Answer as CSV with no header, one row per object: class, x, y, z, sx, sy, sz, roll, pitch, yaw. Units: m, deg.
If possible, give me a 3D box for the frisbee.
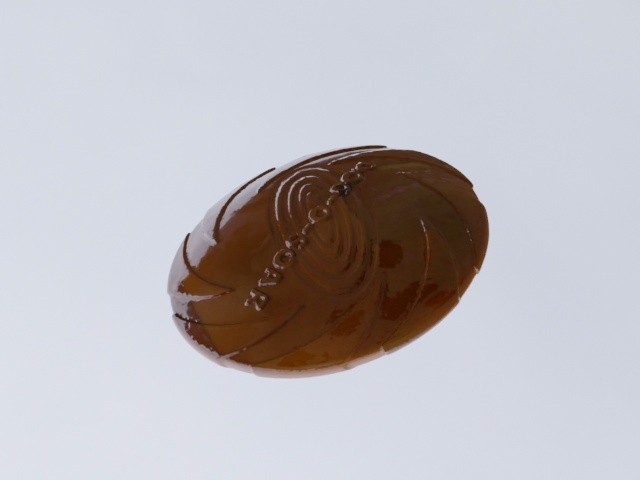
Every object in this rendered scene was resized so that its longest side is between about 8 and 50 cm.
frisbee,0.000,0.000,0.763,0.192,0.035,0.192,-12,-140,10
